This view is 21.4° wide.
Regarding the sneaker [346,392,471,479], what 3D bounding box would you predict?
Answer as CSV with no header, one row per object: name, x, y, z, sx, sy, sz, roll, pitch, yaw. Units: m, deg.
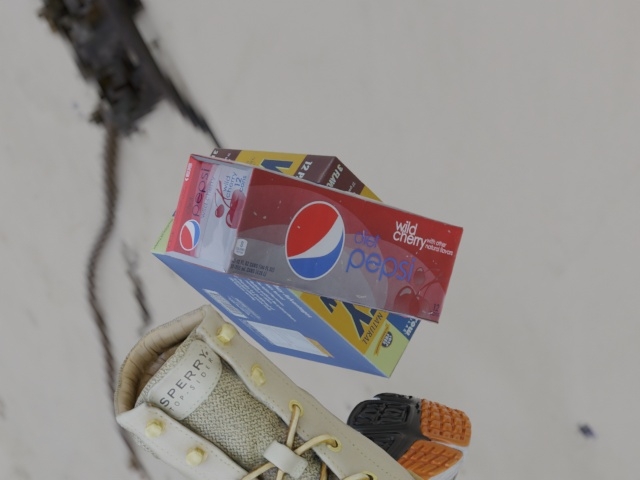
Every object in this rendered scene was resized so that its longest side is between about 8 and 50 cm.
sneaker,0.049,0.220,1.299,0.099,0.262,0.121,14,121,9

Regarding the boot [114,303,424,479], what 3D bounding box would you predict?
boot,-0.006,0.130,0.911,0.203,0.095,0.262,44,171,-18

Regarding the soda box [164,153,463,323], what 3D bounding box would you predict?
soda box,0.000,0.000,1.431,0.083,0.263,0.092,14,89,45

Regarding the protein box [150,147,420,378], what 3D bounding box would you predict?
protein box,-0.020,0.020,1.717,0.201,0.136,0.200,7,151,50
